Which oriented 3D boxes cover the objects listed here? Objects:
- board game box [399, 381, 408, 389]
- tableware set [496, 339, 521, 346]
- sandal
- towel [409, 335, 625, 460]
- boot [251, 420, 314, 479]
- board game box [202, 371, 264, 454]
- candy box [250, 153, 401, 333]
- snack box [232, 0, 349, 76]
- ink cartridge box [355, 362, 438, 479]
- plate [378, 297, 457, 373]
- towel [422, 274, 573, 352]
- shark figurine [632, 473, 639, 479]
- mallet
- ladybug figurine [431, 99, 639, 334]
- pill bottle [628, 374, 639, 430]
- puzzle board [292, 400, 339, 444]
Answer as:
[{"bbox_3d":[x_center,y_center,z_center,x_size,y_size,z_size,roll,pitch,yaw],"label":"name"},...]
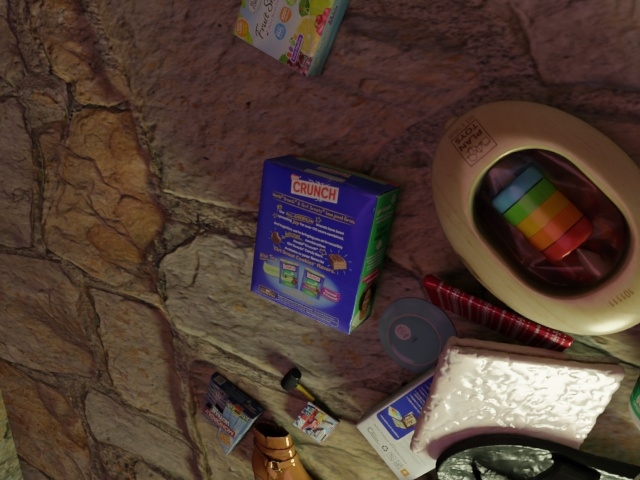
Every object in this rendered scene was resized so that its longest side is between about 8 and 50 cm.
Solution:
[{"bbox_3d":[0.260,0.424,1.232,0.186,0.026,0.126,21,116,22],"label":"board game box"},{"bbox_3d":[0.371,0.271,1.118,0.154,0.024,0.104,-30,90,33],"label":"tableware set"},{"bbox_3d":[0.446,0.472,0.998,0.445,0.107,0.168,8,122,4],"label":"sandal"},{"bbox_3d":[0.354,0.319,0.998,0.316,0.053,0.332,7,126,0],"label":"towel"},{"bbox_3d":[-0.072,0.628,1.462,0.283,0.109,0.220,7,106,36],"label":"boot"},{"bbox_3d":[-0.275,0.521,1.548,0.194,0.060,0.194,31,119,23],"label":"board game box"},{"bbox_3d":[0.000,0.000,1.136,0.268,0.122,0.318,21,117,24],"label":"candy box"},{"bbox_3d":[-0.064,-0.466,1.090,0.207,0.070,0.175,35,121,18],"label":"snack box"},{"bbox_3d":[0.259,0.384,1.165,0.176,0.069,0.371,50,122,8],"label":"ink cartridge box"},{"bbox_3d":[0.214,0.221,1.191,0.188,0.024,0.188,11,113,27],"label":"plate"},{"bbox_3d":[0.330,0.144,1.014,0.274,0.199,0.031,23,81,22],"label":"towel"},{"bbox_3d":[0.725,0.447,0.923,0.278,0.116,0.166,33,124,7],"label":"shark figurine"},{"bbox_3d":[-0.029,0.423,1.397,0.190,0.039,0.062,47,124,3],"label":"mallet"},{"bbox_3d":[0.381,-0.049,0.908,0.305,0.162,0.449,-42,80,25],"label":"ladybug figurine"},{"bbox_3d":[0.645,0.162,0.815,0.204,0.204,0.361,18,114,24],"label":"pill bottle"},{"bbox_3d":[-0.015,0.488,1.404,0.096,0.011,0.128,34,130,7],"label":"puzzle board"}]
